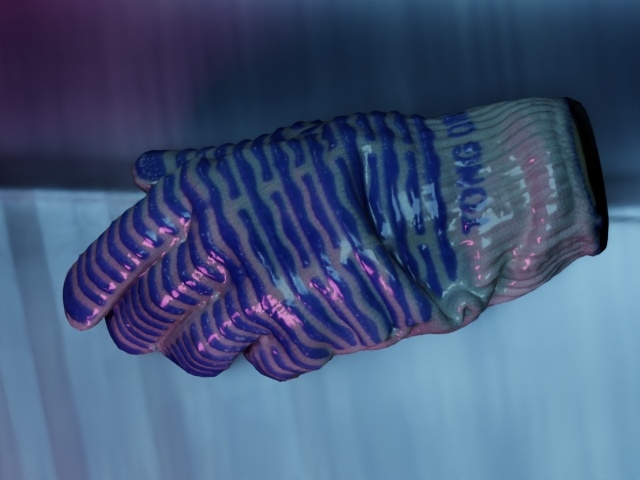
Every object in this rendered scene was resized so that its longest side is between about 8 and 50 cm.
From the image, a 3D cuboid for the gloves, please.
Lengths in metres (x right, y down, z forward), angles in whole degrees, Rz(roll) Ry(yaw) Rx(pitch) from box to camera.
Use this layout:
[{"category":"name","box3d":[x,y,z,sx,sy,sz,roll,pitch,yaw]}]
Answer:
[{"category":"gloves","box3d":[0.001,-0.003,0.696,0.229,0.097,0.119,-20,57,16]}]
